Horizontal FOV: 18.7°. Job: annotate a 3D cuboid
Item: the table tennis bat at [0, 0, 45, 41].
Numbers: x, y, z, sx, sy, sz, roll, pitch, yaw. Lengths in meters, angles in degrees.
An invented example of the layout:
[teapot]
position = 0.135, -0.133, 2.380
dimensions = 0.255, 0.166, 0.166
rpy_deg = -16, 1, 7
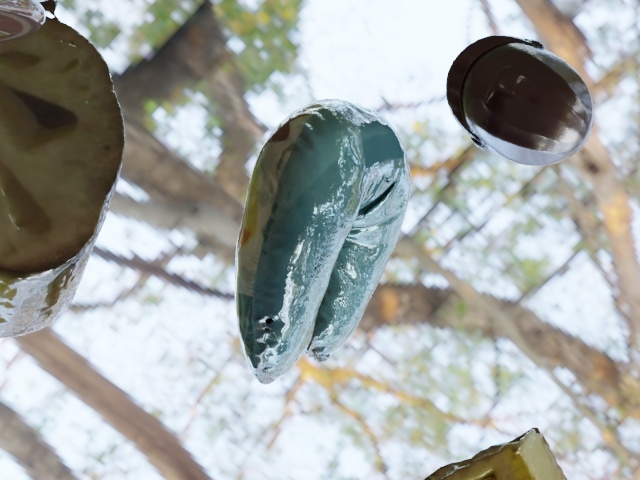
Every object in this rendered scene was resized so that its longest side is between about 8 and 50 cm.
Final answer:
[table tennis bat]
position = -0.198, -0.153, 0.859
dimensions = 0.107, 0.170, 0.119
rpy_deg = -5, -96, 35

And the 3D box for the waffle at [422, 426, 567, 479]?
[waffle]
position = 0.077, 0.269, 1.253
dimensions = 0.248, 0.055, 0.221
rpy_deg = -27, -92, 10

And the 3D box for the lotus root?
[lotus root]
position = -0.197, -0.065, 1.079
dimensions = 0.170, 0.074, 0.260
rpy_deg = -13, -124, -24

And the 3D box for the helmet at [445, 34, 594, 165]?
[helmet]
position = 0.165, -0.107, 1.555
dimensions = 0.098, 0.123, 0.070
rpy_deg = -61, -160, 8

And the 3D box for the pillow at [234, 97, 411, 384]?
[pillow]
position = 0.000, 0.000, 1.441
dimensions = 0.086, 0.233, 0.214
rpy_deg = 13, -79, 16
